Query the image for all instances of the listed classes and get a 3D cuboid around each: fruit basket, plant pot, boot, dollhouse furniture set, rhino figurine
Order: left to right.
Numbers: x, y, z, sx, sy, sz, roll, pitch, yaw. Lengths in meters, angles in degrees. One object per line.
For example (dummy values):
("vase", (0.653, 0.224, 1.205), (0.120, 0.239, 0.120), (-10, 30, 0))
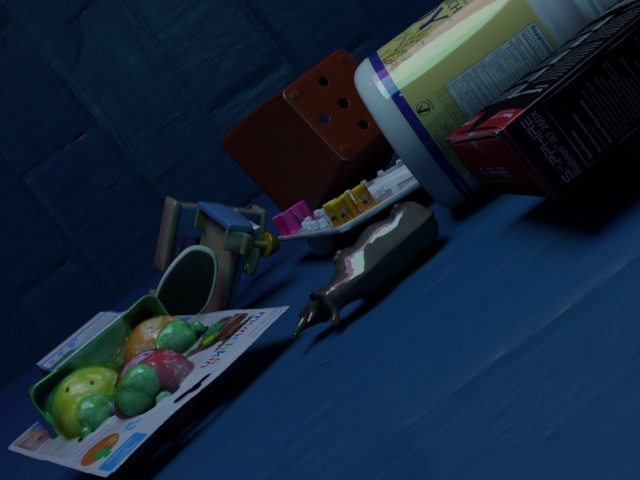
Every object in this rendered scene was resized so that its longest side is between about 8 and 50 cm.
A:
("fruit basket", (-0.248, 0.184, 1.329), (0.327, 0.165, 0.353), (-42, 13, -31))
("boot", (-0.247, 0.120, 1.662), (0.176, 0.088, 0.244), (-167, 100, -82))
("dollhouse furniture set", (-0.158, 0.076, 1.778), (0.198, 0.286, 0.303), (4, 15, -32))
("plant pot", (0.006, -0.219, 1.939), (0.267, 0.267, 0.236), (-41, -3, -28))
("rhino figurine", (0.053, 0.036, 1.216), (0.243, 0.073, 0.106), (-41, 7, -17))

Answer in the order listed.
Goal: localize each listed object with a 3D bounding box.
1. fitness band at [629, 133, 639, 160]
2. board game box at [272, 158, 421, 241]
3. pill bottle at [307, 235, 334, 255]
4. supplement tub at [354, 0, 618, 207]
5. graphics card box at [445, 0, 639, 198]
("fitness band", (0.409, -0.164, 0.929), (0.291, 0.054, 0.209), (-41, 9, -33))
("board game box", (0.127, -0.121, 1.658), (0.390, 0.050, 0.390), (-32, 7, -15))
("pill bottle", (0.000, 0.000, 1.700), (0.043, 0.043, 0.083), (-37, 9, 0))
("supplement tub", (0.238, -0.225, 1.296), (0.331, 0.241, 0.241), (-35, 9, 12))
("graphics card box", (0.317, -0.188, 0.985), (0.371, 0.094, 0.233), (-40, 6, -1))
